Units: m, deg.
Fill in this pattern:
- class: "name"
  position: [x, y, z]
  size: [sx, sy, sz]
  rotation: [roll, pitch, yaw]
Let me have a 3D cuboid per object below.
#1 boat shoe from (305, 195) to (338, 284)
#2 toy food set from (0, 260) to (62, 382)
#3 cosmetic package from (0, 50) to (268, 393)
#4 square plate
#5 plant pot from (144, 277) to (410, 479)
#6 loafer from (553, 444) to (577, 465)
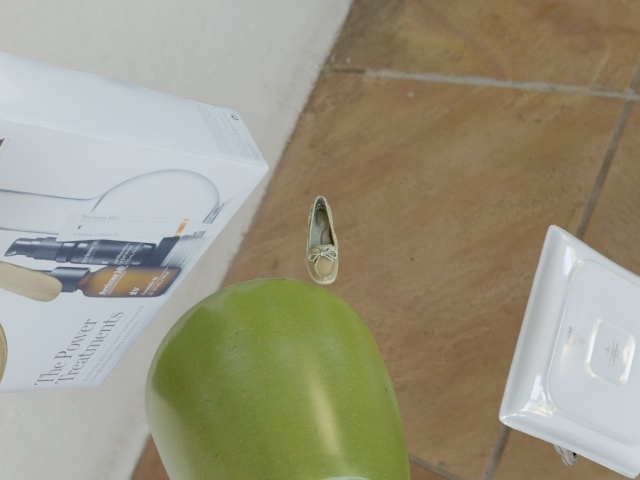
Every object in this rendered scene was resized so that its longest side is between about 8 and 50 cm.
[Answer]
- class: "boat shoe"
  position: [0.002, -0.001, 1.313]
  size: [0.056, 0.048, 0.153]
  rotation: [0, 63, 2]
- class: "toy food set"
  position: [-0.246, 0.075, 0.442]
  size: [0.038, 0.132, 0.192]
  rotation: [37, 93, 36]
- class: "cosmetic package"
  position: [-0.270, 0.011, 0.750]
  size: [0.377, 0.284, 0.097]
  rotation: [-49, 53, 29]
- class: "square plate"
  position: [0.478, 0.193, 1.321]
  size: [0.049, 0.344, 0.347]
  rotation: [-9, 59, 60]
- class: "plant pot"
  position: [-0.024, 0.211, 0.755]
  size: [0.274, 0.275, 0.293]
  rotation: [-50, 21, 3]
- class: "loafer"
  position: [0.451, 0.376, 1.401]
  size: [0.039, 0.125, 0.045]
  rotation: [-13, 53, 26]
